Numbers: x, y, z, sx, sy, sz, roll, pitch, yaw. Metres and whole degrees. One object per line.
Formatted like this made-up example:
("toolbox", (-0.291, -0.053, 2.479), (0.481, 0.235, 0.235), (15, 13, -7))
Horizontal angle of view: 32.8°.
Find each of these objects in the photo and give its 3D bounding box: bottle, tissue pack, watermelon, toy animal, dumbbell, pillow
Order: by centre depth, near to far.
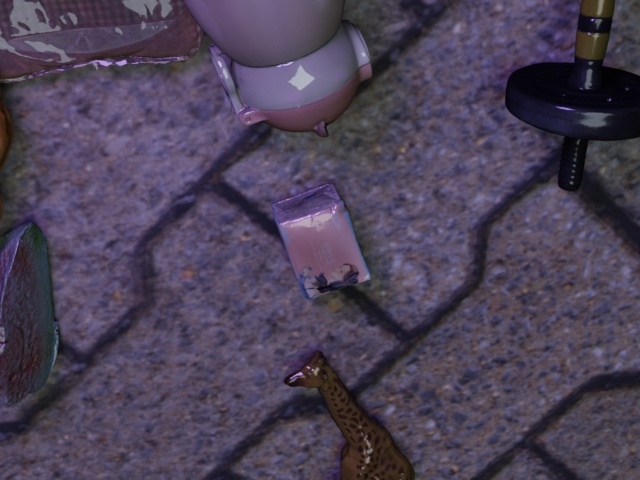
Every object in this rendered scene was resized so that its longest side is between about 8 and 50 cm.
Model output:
("bottle", (-0.037, -0.196, 0.928), (0.148, 0.147, 0.236), (-20, 125, 0))
("pillow", (-0.213, -0.208, 0.948), (0.211, 0.034, 0.135), (-10, 119, -3))
("dumbbell", (0.245, -0.195, 0.971), (0.143, 0.143, 0.325), (-2, 117, -9))
("watermelon", (-0.297, 0.068, 1.043), (0.081, 0.094, 0.180), (1, 101, -7))
("tissue pack", (0.000, 0.000, 1.073), (0.074, 0.058, 0.094), (-20, 117, 3))
("toy animal", (0.034, 0.240, 1.200), (0.149, 0.054, 0.275), (-2, 119, -6))

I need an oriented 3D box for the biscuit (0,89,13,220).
("biscuit", (-0.432, -0.088, 0.950), (0.312, 0.057, 0.351), (11, 117, -13))
